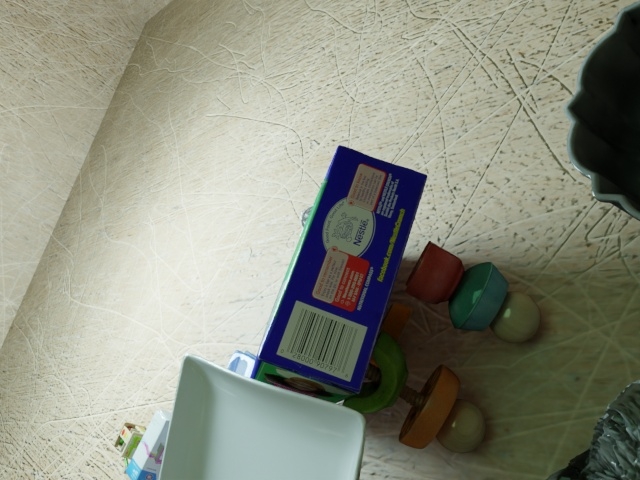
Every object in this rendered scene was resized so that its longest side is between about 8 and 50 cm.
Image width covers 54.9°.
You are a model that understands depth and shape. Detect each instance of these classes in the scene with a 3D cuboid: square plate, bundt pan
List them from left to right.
[{"bbox_3d":[-0.086,0.326,0.690,0.347,0.049,0.344,3,81,49],"label":"square plate"},{"bbox_3d":[0.418,-0.133,0.587,0.330,0.124,0.331,-31,44,35],"label":"bundt pan"}]

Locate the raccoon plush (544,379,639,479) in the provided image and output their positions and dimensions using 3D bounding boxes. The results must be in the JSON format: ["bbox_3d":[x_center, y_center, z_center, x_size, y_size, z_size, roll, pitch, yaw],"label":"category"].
[{"bbox_3d":[0.340,0.244,0.430,0.299,0.216,0.447,57,143,37],"label":"raccoon plush"}]

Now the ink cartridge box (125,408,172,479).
[{"bbox_3d":[-0.275,0.376,1.100,0.052,0.088,0.123,14,76,54],"label":"ink cartridge box"}]

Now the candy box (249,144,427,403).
[{"bbox_3d":[0.009,0.071,0.803,0.317,0.122,0.268,110,-179,-69],"label":"candy box"}]

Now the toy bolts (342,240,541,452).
[{"bbox_3d":[0.157,0.125,0.758,0.229,0.158,0.218,-63,-7,12],"label":"toy bolts"}]

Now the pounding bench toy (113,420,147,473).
[{"bbox_3d":[-0.381,0.416,1.235,0.065,0.052,0.083,13,76,54],"label":"pounding bench toy"}]

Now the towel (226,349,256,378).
[{"bbox_3d":[-0.146,0.335,1.021,0.209,0.034,0.285,14,76,53],"label":"towel"}]

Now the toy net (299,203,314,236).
[{"bbox_3d":[0.000,0.000,1.076,0.122,0.045,0.232,-39,39,27],"label":"toy net"}]
